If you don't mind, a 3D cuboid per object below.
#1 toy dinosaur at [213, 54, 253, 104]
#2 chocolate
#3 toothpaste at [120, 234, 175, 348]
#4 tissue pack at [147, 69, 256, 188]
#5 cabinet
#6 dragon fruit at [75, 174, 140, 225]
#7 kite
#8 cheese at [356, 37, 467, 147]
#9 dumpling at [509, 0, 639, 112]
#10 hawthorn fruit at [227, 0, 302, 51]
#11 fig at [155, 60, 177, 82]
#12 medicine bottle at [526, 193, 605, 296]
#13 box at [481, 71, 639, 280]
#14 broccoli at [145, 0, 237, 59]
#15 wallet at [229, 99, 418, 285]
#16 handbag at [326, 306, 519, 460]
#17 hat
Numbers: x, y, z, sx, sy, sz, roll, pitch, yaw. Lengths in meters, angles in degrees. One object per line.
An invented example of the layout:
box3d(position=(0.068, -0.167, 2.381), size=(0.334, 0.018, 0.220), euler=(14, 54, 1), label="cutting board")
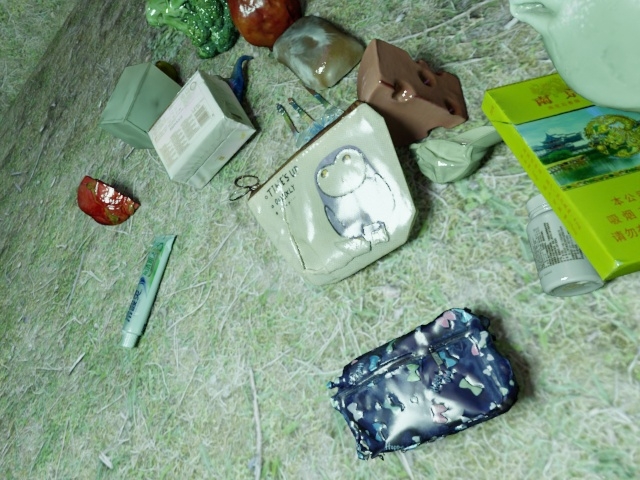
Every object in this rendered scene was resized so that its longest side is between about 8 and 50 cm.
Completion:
box3d(position=(-0.212, -0.397, 1.215), size=(0.188, 0.075, 0.247), euler=(26, 79, 29), label="toy dinosaur")
box3d(position=(-0.022, -0.475, 1.089), size=(0.157, 0.080, 0.254), euler=(-43, 52, 4), label="chocolate")
box3d(position=(-0.435, 0.120, 1.127), size=(0.075, 0.048, 0.296), euler=(-2, 65, 34), label="toothpaste")
box3d(position=(-0.305, -0.278, 1.139), size=(0.225, 0.124, 0.184), euler=(-41, 63, 23), label="tissue pack")
box3d(position=(-0.542, -0.406, 1.371), size=(0.150, 0.145, 0.205), euler=(6, 73, 36), label="cabinet")
box3d(position=(-0.625, -0.102, 1.308), size=(0.161, 0.121, 0.127), euler=(22, 88, 34), label="dragon fruit")
box3d(position=(-0.006, -0.276, 1.042), size=(0.169, 0.015, 0.309), euler=(-36, 54, 13), label="kite")
box3d(position=(0.141, -0.273, 0.832), size=(0.203, 0.177, 0.128), euler=(-15, 61, 27), label="cheese")
box3d(position=(0.420, -0.287, 0.606), size=(0.212, 0.270, 0.320), euler=(-33, 82, 22), label="dumpling")
box3d(position=(-0.157, -0.609, 1.166), size=(0.190, 0.251, 0.189), euler=(1, 94, 20), label="hawthorn fruit")
box3d(position=(-0.499, -0.536, 1.440), size=(0.074, 0.088, 0.073), euler=(-5, 56, 8), label="fig")
box3d(position=(0.340, 0.004, 0.637), size=(0.079, 0.079, 0.139), euler=(-17, 60, 27), label="medicine bottle")
box3d(position=(0.389, -0.115, 0.632), size=(0.187, 0.047, 0.334), euler=(-15, 57, -5), label="box")
box3d(position=(-0.367, -0.668, 1.321), size=(0.271, 0.270, 0.269), euler=(-5, 62, -4), label="broccoli")
box3d(position=(0.012, -0.069, 0.827), size=(0.335, 0.068, 0.274), euler=(-34, 84, 25), label="wallet")
box3d(position=(0.146, 0.207, 0.655), size=(0.260, 0.113, 0.161), euler=(-33, 61, 16), label="handbag")
box3d(position=(0.248, -0.156, 0.789), size=(0.166, 0.081, 0.122), euler=(-22, 18, 8), label="hat")
